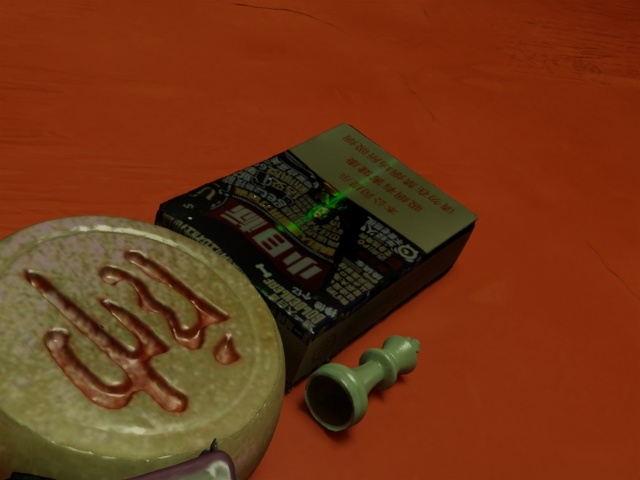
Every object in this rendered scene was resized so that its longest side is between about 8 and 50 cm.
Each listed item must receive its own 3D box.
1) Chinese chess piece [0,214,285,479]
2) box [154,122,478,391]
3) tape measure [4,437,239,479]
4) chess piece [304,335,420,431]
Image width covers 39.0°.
[{"bbox_3d":[-0.161,0.102,0.706,0.269,0.112,0.270,15,38,-12],"label":"Chinese chess piece"},{"bbox_3d":[0.000,0.000,0.927,0.198,0.084,0.310,38,40,19],"label":"box"},{"bbox_3d":[-0.140,0.237,0.486,0.231,0.149,0.245,-7,62,-24],"label":"tape measure"},{"bbox_3d":[0.052,0.122,0.835,0.059,0.059,0.149,41,36,23],"label":"chess piece"}]
